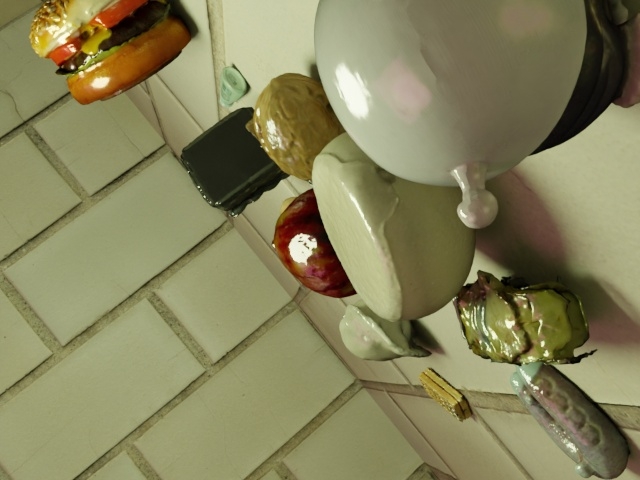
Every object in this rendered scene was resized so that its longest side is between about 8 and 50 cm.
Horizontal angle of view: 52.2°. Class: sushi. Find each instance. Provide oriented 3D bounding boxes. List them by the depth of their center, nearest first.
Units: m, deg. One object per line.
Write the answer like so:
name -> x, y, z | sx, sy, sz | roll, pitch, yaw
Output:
sushi -> 0.267, 0.096, 0.914 | 0.291, 0.131, 0.139 | 141, 113, -85

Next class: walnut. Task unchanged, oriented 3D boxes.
walnut -> -0.034, -0.192, 1.086 | 0.155, 0.155, 0.184 | 34, 157, 54

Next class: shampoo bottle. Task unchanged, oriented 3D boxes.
shampoo bottle -> -0.210, -0.348, 1.523 | 0.069, 0.041, 0.191 | 47, 169, -7

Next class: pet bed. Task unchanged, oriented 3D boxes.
pet bed -> -0.183, -0.175, 1.471 | 0.183, 0.211, 0.159 | 54, -176, 12

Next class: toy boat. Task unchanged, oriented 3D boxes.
toy boat -> 0.400, 0.303, 1.087 | 0.227, 0.085, 0.155 | 46, 166, 24

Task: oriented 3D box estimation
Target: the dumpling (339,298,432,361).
dumpling -> 0.173, 0.229, 1.615 | 0.227, 0.243, 0.175 | 22, 113, 32

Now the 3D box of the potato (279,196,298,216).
potato -> -0.054, -0.050, 1.675 | 0.147, 0.112, 0.112 | 47, 169, 51

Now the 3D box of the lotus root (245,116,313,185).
lotus root -> -0.014, -0.164, 1.245 | 0.167, 0.078, 0.329 | 9, -155, -50

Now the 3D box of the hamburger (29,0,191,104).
hamburger -> -0.486, -0.481, 1.495 | 0.250, 0.330, 0.330 | 60, 165, -26

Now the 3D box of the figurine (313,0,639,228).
figurine -> 0.066, -0.200, 0.529 | 0.361, 0.211, 0.253 | 50, 162, -6

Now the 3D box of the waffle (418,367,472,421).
waffle -> 0.332, 0.412, 1.744 | 0.148, 0.042, 0.102 | 37, 162, 47

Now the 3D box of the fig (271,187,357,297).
fig -> 0.011, -0.002, 1.345 | 0.263, 0.224, 0.224 | 43, 165, 50

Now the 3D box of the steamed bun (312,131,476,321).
steamed bun -> 0.114, -0.033, 0.927 | 0.283, 0.177, 0.283 | 61, 167, 24
